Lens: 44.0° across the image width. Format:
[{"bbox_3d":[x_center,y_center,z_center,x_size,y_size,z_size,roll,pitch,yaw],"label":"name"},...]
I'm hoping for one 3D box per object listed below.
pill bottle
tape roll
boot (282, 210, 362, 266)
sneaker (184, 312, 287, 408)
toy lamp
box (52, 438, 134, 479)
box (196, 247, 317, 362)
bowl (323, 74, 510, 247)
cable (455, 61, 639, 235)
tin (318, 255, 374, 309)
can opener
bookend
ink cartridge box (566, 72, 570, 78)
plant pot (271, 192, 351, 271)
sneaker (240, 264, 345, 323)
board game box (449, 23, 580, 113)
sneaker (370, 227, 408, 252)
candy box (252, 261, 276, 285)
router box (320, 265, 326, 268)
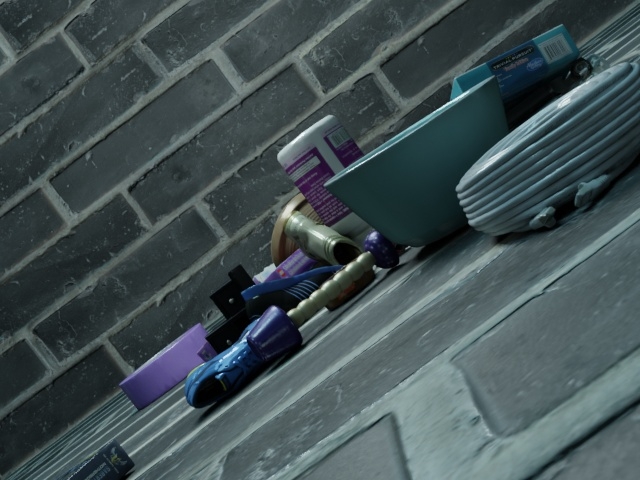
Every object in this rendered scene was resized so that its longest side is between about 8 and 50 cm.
[{"bbox_3d":[0.051,-0.121,1.811,0.169,0.302,0.169,-36,3,2],"label":"pill bottle"},{"bbox_3d":[-0.417,0.346,2.183,0.274,0.090,0.275,-36,3,2],"label":"tape roll"},{"bbox_3d":[0.030,0.022,1.722,0.077,0.165,0.213,-58,-39,-5],"label":"boot"},{"bbox_3d":[-0.124,0.196,1.261,0.209,0.069,0.082,-37,17,-3],"label":"sneaker"},{"bbox_3d":[0.003,0.090,1.249,0.274,0.080,0.080,-35,2,-20],"label":"toy lamp"},{"bbox_3d":[-0.417,0.416,1.231,0.232,0.059,0.183,-36,3,38],"label":"box"},{"bbox_3d":[-0.142,0.150,1.815,0.293,0.057,0.201,-46,-1,23],"label":"box"},{"bbox_3d":[0.175,-0.102,1.223,0.311,0.163,0.311,-32,4,3],"label":"bowl"},{"bbox_3d":[0.269,-0.102,0.911,0.257,0.089,0.257,-38,3,-22],"label":"cable"},{"bbox_3d":[0.047,0.073,1.401,0.106,0.040,0.190,-41,2,6],"label":"tin"},{"bbox_3d":[0.488,-0.282,1.671,0.283,0.076,0.095,-37,-30,17],"label":"can opener"},{"bbox_3d":[-0.188,0.160,1.651,0.156,0.157,0.072,-35,2,15],"label":"bookend"},{"bbox_3d":[0.642,-0.409,2.167,0.179,0.045,0.145,-17,-8,-29],"label":"ink cartridge box"},{"bbox_3d":[0.000,0.000,1.949,0.109,0.237,0.237,22,48,38],"label":"plant pot"},{"bbox_3d":[-0.038,0.112,1.492,0.232,0.091,0.081,-14,-12,-31],"label":"sneaker"},{"bbox_3d":[0.418,-0.331,1.787,0.253,0.079,0.336,-26,-11,0],"label":"board game box"},{"bbox_3d":[0.121,0.018,1.423,0.042,0.067,0.118,-41,-26,-25],"label":"sneaker"},{"bbox_3d":[-0.099,0.100,2.087,0.196,0.070,0.165,-38,-12,-31],"label":"candy box"},{"bbox_3d":[-0.014,0.099,1.715,0.092,0.038,0.122,-37,2,-1],"label":"router box"}]
